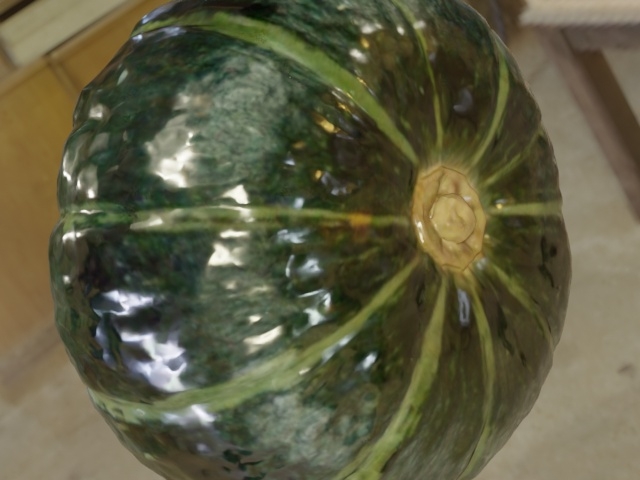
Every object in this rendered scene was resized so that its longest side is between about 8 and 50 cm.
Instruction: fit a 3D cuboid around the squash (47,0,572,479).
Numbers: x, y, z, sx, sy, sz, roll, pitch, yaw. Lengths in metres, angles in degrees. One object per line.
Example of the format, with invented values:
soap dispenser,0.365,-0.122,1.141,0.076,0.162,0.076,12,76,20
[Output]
squash,0.000,0.000,0.714,0.165,0.252,0.252,-7,34,47
